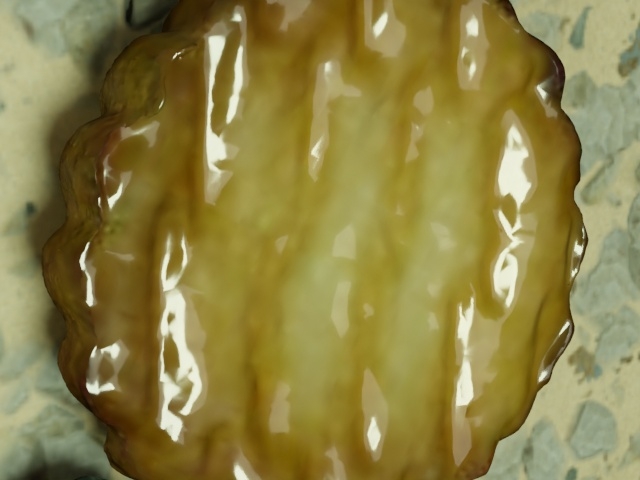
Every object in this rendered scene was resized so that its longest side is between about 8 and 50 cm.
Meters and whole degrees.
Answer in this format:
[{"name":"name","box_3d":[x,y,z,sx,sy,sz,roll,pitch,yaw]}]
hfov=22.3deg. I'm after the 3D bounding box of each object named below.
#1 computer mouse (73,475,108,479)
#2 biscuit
[{"name":"computer mouse","box_3d":[-0.142,0.224,0.824,0.126,0.071,0.231,-4,110,-47]},{"name":"biscuit","box_3d":[0.000,0.000,0.858,0.326,0.107,0.326,-8,105,-31]}]
